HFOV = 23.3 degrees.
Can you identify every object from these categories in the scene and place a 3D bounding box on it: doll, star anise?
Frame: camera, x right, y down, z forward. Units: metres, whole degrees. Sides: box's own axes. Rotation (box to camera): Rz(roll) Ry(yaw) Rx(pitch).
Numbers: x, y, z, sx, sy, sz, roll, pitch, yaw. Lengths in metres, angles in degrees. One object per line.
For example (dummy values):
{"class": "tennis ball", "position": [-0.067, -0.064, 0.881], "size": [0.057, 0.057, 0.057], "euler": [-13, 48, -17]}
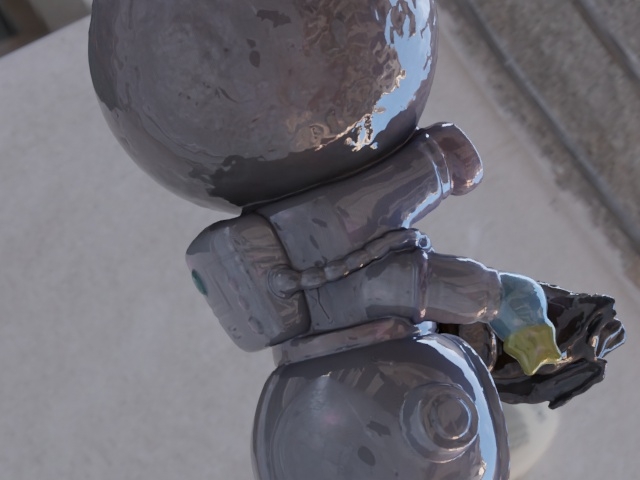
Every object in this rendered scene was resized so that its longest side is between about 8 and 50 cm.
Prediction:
{"class": "doll", "position": [0.000, 0.000, 0.623], "size": [0.151, 0.151, 0.287], "euler": [-22, -98, 45]}
{"class": "star anise", "position": [0.071, 0.061, 0.828], "size": [0.182, 0.195, 0.065], "euler": [-5, -103, 15]}
